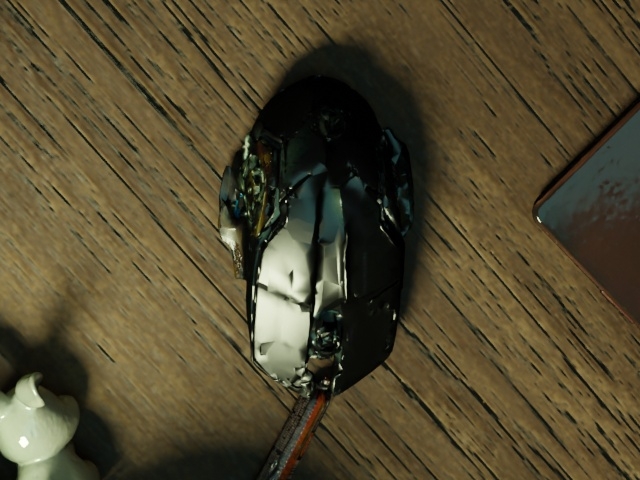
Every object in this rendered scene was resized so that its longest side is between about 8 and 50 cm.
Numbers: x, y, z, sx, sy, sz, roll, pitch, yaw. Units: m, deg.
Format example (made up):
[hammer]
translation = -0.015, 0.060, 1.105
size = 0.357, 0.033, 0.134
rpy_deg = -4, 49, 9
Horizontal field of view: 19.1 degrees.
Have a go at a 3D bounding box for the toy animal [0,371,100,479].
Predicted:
[toy animal]
translation = -0.209, 0.148, 1.383
size = 0.071, 0.085, 0.124
rpy_deg = -14, 98, 14

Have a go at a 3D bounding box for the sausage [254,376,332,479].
[sausage]
translation = -0.039, 0.189, 1.434
size = 0.025, 0.028, 0.198
rpy_deg = 30, 99, 21

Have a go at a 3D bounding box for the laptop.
[laptop]
translation = 0.276, -0.004, 1.433
size = 0.207, 0.026, 0.154
rpy_deg = 44, 96, -12

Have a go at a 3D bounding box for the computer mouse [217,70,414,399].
[computer mouse]
translation = 0.000, 0.000, 1.373
size = 0.147, 0.077, 0.241
rpy_deg = -3, 102, -4
